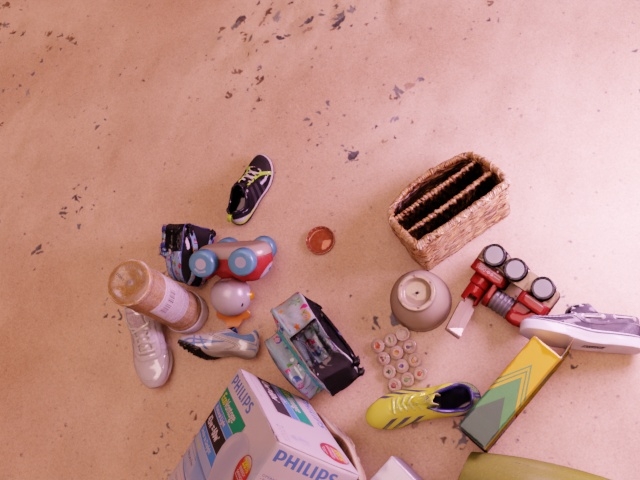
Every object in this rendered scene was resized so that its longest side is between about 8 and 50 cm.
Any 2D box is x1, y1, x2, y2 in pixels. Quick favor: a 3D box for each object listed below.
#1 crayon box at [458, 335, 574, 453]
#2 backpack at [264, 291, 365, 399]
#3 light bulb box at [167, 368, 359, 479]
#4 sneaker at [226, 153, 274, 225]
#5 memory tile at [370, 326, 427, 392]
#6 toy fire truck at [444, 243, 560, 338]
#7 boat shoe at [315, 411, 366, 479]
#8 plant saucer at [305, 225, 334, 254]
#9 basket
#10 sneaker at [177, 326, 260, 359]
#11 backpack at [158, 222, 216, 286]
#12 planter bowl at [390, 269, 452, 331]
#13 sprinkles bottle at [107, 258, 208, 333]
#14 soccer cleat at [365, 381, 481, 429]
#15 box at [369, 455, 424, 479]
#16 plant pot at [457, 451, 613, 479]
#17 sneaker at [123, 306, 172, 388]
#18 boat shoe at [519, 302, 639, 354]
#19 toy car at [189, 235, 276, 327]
[{"bbox_3d":[0.455,0.343,1.629,0.081,0.202,0.318,40,84,23],"label":"crayon box"},{"bbox_3d":[-0.030,0.265,1.777,0.191,0.225,0.254,-31,63,-2],"label":"backpack"},{"bbox_3d":[-0.151,0.550,1.592,0.361,0.225,0.358,-58,25,2],"label":"light bulb box"},{"bbox_3d":[-0.206,-0.153,2.034,0.084,0.097,0.235,16,76,19],"label":"sneaker"},{"bbox_3d":[0.202,0.306,1.804,0.113,0.012,0.148,-26,70,10],"label":"memory tile"},{"bbox_3d":[0.437,0.157,1.737,0.217,0.158,0.246,37,96,22],"label":"toy fire truck"},{"bbox_3d":[0.048,0.514,1.654,0.109,0.098,0.302,-57,26,2],"label":"boat shoe"},{"bbox_3d":[0.000,0.000,1.971,0.083,0.013,0.084,-5,70,14],"label":"plant saucer"},{"bbox_3d":[0.318,-0.102,1.807,0.299,0.223,0.214,-35,66,2],"label":"basket"},{"bbox_3d":[-0.276,0.278,1.920,0.237,0.085,0.086,1,55,16],"label":"sneaker"},{"bbox_3d":[-0.380,0.044,1.990,0.116,0.158,0.174,-1,83,24],"label":"backpack"},{"bbox_3d":[0.251,0.144,1.802,0.162,0.109,0.162,-5,70,14],"label":"planter bowl"},{"bbox_3d":[-0.417,0.154,1.845,0.121,0.355,0.121,-5,70,13],"label":"sprinkles bottle"},{"bbox_3d":[0.245,0.397,1.710,0.289,0.121,0.094,-13,69,11],"label":"soccer cleat"},{"bbox_3d":[0.225,0.692,1.589,0.215,0.168,0.345,-47,67,-3],"label":"box"},{"bbox_3d":[0.440,0.581,1.514,0.293,0.275,0.275,21,78,22],"label":"plant pot"},{"bbox_3d":[-0.496,0.258,1.943,0.114,0.152,0.305,-17,69,8],"label":"sneaker"},{"bbox_3d":[0.616,0.198,1.656,0.301,0.108,0.102,8,67,-4],"label":"boat shoe"},{"bbox_3d":[-0.226,0.122,1.921,0.210,0.219,0.238,-3,100,14],"label":"toy car"}]
